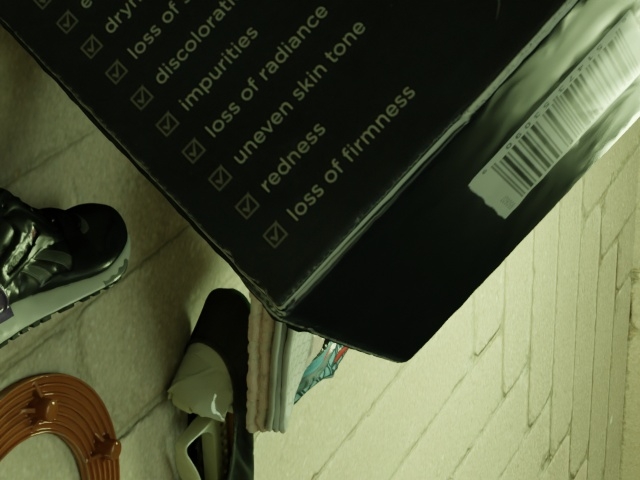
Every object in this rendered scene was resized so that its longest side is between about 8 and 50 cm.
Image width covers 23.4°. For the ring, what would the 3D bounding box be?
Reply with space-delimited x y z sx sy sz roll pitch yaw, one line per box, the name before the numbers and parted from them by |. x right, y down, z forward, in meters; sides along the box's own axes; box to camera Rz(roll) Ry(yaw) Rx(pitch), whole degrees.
ring | -0.274 0.292 1.466 0.336 0.032 0.336 9 90 -67

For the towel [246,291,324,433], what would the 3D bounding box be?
towel | 0.000 0.000 1.658 0.332 0.053 0.317 95 16 -45

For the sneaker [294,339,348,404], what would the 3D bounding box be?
sneaker | -0.008 0.115 1.961 0.262 0.104 0.125 -42 154 -49

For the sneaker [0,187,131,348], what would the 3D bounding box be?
sneaker | -0.255 -0.001 1.310 0.283 0.107 0.124 -40 128 -57

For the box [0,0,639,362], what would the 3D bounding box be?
box | 0.026 -0.246 1.174 0.480 0.472 0.297 -47 158 6

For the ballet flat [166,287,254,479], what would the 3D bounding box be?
ballet flat | -0.117 0.193 1.718 0.096 0.095 0.280 -26 123 -45
